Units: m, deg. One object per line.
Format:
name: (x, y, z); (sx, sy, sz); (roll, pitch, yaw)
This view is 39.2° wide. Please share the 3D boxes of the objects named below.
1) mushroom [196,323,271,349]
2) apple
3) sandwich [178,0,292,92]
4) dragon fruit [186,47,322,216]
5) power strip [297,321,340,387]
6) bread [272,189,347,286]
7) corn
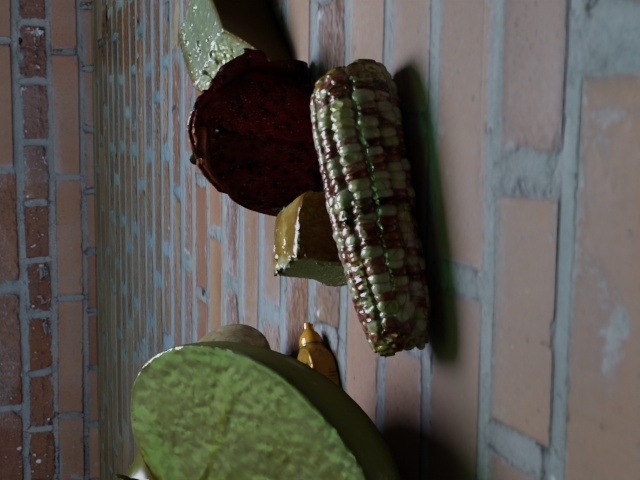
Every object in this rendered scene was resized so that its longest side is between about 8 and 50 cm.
mushroom: (-0.078, 0.172, 0.961); (0.166, 0.127, 0.166); (-8, -90, -88)
apple: (-0.065, 0.243, 0.729); (0.295, 0.258, 0.233); (-62, -16, -13)
sandwich: (-0.101, -0.237, 1.030); (0.094, 0.096, 0.258); (-63, 37, 42)
dragon fruit: (-0.074, -0.105, 0.888); (0.127, 0.161, 0.120); (-58, 40, 38)
power strip: (0.003, 0.165, 0.874); (0.049, 0.028, 0.178); (127, 137, -59)
bread: (0.002, -0.001, 0.807); (0.083, 0.077, 0.070); (147, 130, -66)
corn: (0.041, -0.027, 0.704); (0.079, 0.080, 0.237); (143, 119, -65)
